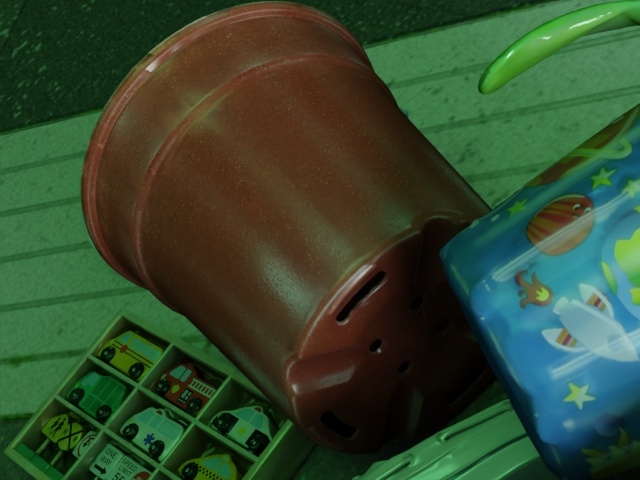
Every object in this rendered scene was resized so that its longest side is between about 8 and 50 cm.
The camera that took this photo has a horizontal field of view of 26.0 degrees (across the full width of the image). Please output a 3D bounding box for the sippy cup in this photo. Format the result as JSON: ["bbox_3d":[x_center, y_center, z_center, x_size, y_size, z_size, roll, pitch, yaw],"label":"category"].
[{"bbox_3d":[0.204,0.027,0.830,0.224,0.240,0.305,-29,46,3],"label":"sippy cup"}]

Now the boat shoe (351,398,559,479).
[{"bbox_3d":[0.056,0.192,0.939,0.258,0.095,0.084,-26,37,0],"label":"boat shoe"}]

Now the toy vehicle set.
[{"bbox_3d":[-0.136,0.166,1.141,0.267,0.035,0.166,22,69,47],"label":"toy vehicle set"}]

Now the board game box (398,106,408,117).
[{"bbox_3d":[0.000,-0.099,1.281,0.133,0.033,0.169,-45,40,-5],"label":"board game box"}]

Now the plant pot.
[{"bbox_3d":[0.000,0.000,1.033,0.272,0.272,0.265,-42,48,-2],"label":"plant pot"}]

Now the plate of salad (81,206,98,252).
[{"bbox_3d":[-0.144,-0.058,1.346,0.200,0.048,0.199,-15,56,23],"label":"plate of salad"}]
